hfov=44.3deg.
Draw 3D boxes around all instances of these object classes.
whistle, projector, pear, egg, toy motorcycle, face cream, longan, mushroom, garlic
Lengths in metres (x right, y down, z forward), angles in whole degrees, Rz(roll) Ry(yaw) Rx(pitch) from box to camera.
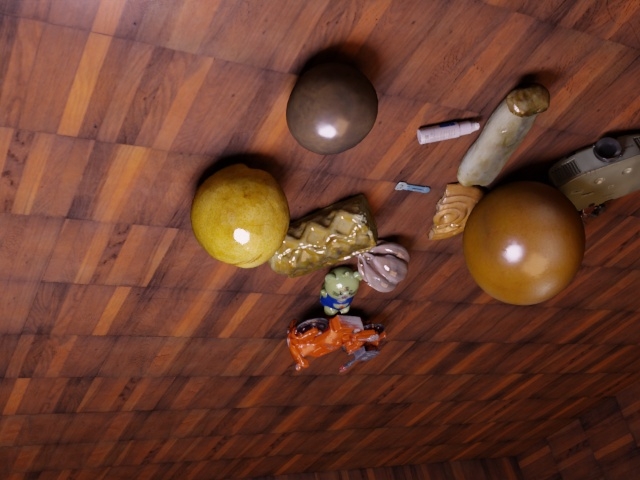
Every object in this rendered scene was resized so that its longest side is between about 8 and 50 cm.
[{"bbox_3d":[0.046,0.142,2.108,0.105,0.085,0.227,-3,147,-15],"label":"whistle"},{"bbox_3d":[0.683,-0.171,1.891,0.269,0.088,0.193,-19,148,5],"label":"projector"},{"bbox_3d":[-0.163,-0.056,1.605,0.208,0.209,0.209,-11,148,-7],"label":"pear"},{"bbox_3d":[0.479,0.009,1.862,0.282,0.283,0.351,-19,153,6],"label":"egg"},{"bbox_3d":[0.030,0.287,2.269,0.325,0.148,0.221,10,142,-38],"label":"toy motorcycle"},{"bbox_3d":[0.272,-0.232,1.667,0.130,0.034,0.034,-11,148,-5],"label":"face cream"},{"bbox_3d":[0.020,-0.237,1.442,0.167,0.168,0.187,-2,167,-20],"label":"longan"},{"bbox_3d":[0.633,-0.065,2.047,0.212,0.084,0.118,-21,157,17],"label":"toy motorcycle"},{"bbox_3d":[0.388,-0.225,1.694,0.099,0.081,0.312,-1,150,-17],"label":"mushroom"},{"bbox_3d":[0.142,0.045,1.988,0.194,0.127,0.131,36,94,-19],"label":"garlic"}]

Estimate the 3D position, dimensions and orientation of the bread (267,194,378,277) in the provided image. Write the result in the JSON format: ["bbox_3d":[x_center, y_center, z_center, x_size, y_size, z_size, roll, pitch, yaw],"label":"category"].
[{"bbox_3d":[0.000,0.000,1.826,0.267,0.130,0.152,-21,157,9],"label":"bread"}]

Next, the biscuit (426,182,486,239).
[{"bbox_3d":[0.346,-0.069,1.958,0.144,0.033,0.224,-7,148,-14],"label":"biscuit"}]

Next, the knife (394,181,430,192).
[{"bbox_3d":[0.218,-0.122,1.839,0.096,0.010,0.027,5,143,-30],"label":"knife"}]
